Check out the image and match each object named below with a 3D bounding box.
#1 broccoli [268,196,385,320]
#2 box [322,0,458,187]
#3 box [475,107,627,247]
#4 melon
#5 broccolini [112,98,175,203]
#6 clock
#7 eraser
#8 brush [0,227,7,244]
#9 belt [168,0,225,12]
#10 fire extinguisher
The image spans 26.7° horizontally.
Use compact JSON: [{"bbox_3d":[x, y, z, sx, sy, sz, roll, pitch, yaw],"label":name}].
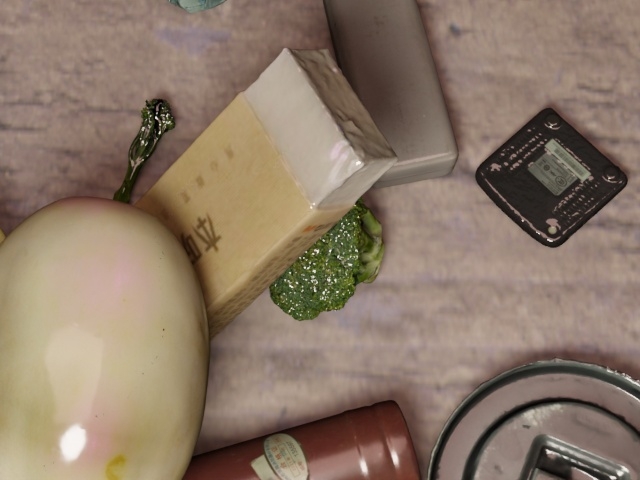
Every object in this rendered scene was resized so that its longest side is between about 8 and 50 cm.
[{"bbox_3d":[0.000,0.000,1.375,0.138,0.146,0.162,6,79,-38],"label":"broccoli"},{"bbox_3d":[0.075,-0.180,1.480,0.103,0.055,0.243,-11,70,-4],"label":"box"},{"bbox_3d":[0.247,-0.067,1.450,0.125,0.027,0.126,-41,74,-13],"label":"box"},{"bbox_3d":[-0.211,0.115,1.202,0.223,0.223,0.316,3,69,2],"label":"melon"},{"bbox_3d":[-0.214,-0.058,1.453,0.042,0.044,0.218,27,77,-6],"label":"broccolini"},{"bbox_3d":[0.240,0.256,1.314,0.281,0.055,0.280,0,70,0],"label":"clock"},{"bbox_3d":[-0.084,-0.026,1.300,0.343,0.078,0.144,-44,69,32],"label":"eraser"},{"bbox_3d":[-0.303,0.065,1.369,0.047,0.103,0.233,-33,74,-15],"label":"brush"},{"bbox_3d":[-0.134,-0.326,1.538,0.105,0.058,0.140,22,67,3],"label":"belt"},{"bbox_3d":[-0.077,0.245,1.278,0.344,0.138,0.102,-15,86,-6],"label":"fire extinguisher"}]
